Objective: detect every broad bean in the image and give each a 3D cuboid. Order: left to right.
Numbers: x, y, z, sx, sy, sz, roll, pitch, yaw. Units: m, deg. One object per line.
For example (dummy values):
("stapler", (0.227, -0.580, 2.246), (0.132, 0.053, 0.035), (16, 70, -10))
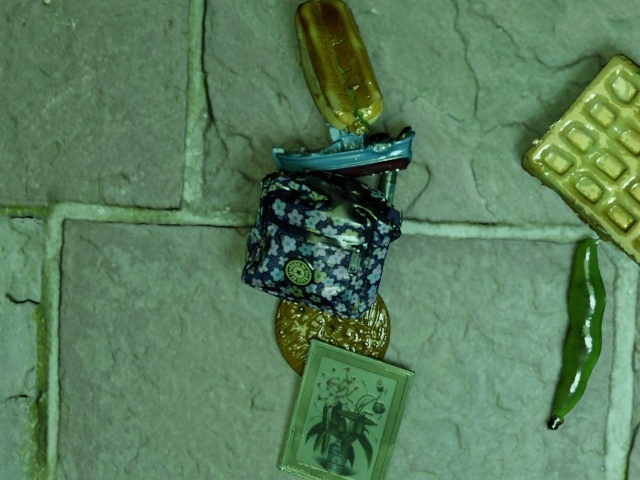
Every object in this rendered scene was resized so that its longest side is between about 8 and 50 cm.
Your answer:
("broad bean", (0.384, 0.141, 1.551), (0.060, 0.043, 0.297), (10, 96, 24))

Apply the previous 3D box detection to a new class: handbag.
("handbag", (0.000, 0.000, 1.558), (0.229, 0.127, 0.207), (21, 122, 14))

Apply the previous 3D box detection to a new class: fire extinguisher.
("fire extinguisher", (0.098, -0.066, 1.626), (0.038, 0.025, 0.083), (14, 97, 51))

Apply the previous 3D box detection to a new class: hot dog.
("hot dog", (0.024, -0.254, 1.573), (0.104, 0.076, 0.250), (-13, 64, -13))

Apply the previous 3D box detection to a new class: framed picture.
("framed picture", (0.038, 0.282, 1.647), (0.173, 0.010, 0.231), (16, 104, 12))

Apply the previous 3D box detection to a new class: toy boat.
("toy boat", (0.033, -0.142, 1.598), (0.223, 0.100, 0.097), (-7, 100, 14))

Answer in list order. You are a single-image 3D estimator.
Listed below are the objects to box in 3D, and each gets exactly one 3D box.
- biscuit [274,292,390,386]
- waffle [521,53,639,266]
("biscuit", (0.017, 0.137, 1.654), (0.188, 0.027, 0.187), (1, 93, 14))
("waffle", (0.471, -0.086, 1.489), (0.328, 0.098, 0.224), (44, 100, 14))
